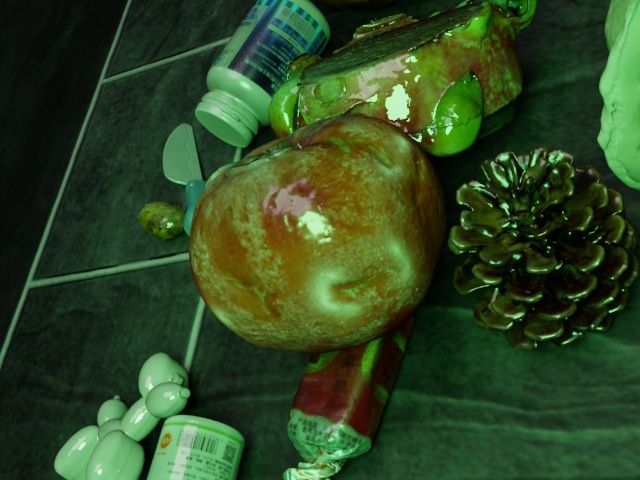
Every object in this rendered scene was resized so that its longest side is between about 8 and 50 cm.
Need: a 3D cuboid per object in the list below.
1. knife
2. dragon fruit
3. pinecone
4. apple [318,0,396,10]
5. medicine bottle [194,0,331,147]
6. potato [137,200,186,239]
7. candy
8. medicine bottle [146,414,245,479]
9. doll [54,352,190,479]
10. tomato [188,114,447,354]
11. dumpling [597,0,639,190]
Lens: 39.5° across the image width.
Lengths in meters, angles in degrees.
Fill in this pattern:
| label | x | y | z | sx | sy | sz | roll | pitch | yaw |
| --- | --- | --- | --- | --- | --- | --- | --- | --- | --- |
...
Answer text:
| label | x | y | z | sx | sy | sz | roll | pitch | yaw |
| --- | --- | --- | --- | --- | --- | --- | --- | --- | --- |
| knife | -0.171 | -0.083 | 1.146 | 0.058 | 0.032 | 0.244 | -5 | 42 | -19 |
| dragon fruit | 0.092 | -0.163 | 0.920 | 0.295 | 0.130 | 0.268 | -20 | 17 | 14 |
| pinecone | 0.181 | -0.004 | 0.754 | 0.163 | 0.165 | 0.163 | -16 | 48 | 18 |
| apple | 0.049 | -0.401 | 1.113 | 0.230 | 0.230 | 0.230 | -19 | 50 | 24 |
| medicine bottle | -0.075 | -0.217 | 1.133 | 0.107 | 0.107 | 0.191 | 19 | 71 | 42 |
| potato | -0.199 | -0.026 | 1.130 | 0.051 | 0.040 | 0.083 | -26 | 27 | -28 |
| candy | 0.030 | 0.122 | 0.847 | 0.086 | 0.059 | 0.292 | 7 | 64 | 35 |
| medicine bottle | -0.132 | 0.265 | 0.841 | 0.086 | 0.086 | 0.183 | -6 | 56 | 33 |
| doll | -0.200 | 0.193 | 0.949 | 0.161 | 0.059 | 0.160 | -12 | 41 | 53 |
| tomato | 0.002 | -0.002 | 0.779 | 0.232 | 0.189 | 0.232 | -22 | 14 | 6 |
| dumpling | 0.330 | -0.237 | 0.711 | 0.233 | 0.315 | 0.395 | 39 | 93 | 38 |
